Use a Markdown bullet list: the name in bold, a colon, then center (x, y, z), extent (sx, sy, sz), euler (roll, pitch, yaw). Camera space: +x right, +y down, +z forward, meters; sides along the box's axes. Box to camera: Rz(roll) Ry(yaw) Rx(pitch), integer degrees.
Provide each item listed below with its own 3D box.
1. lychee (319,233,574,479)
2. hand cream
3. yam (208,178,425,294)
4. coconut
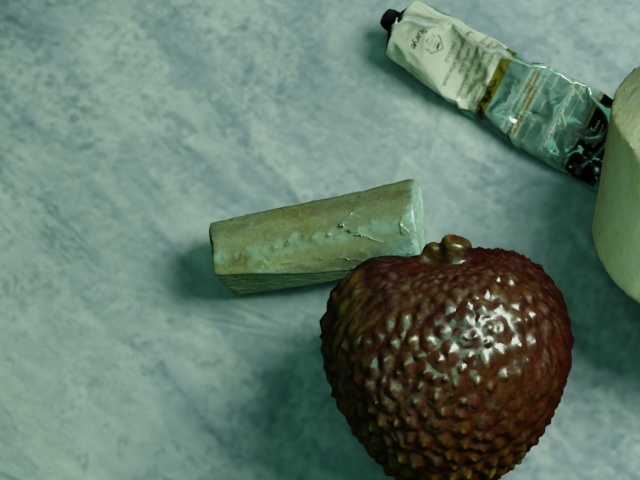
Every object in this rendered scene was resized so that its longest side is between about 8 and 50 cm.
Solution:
- **lychee**: center (0.096, 0.086, 1.323), extent (0.194, 0.194, 0.194), euler (-3, 75, 10)
- **hand cream**: center (0.155, -0.117, 1.438), extent (0.248, 0.052, 0.075), euler (30, 109, 10)
- **yam**: center (0.000, 0.000, 1.420), extent (0.169, 0.068, 0.068), euler (-13, 74, 8)
- **coconut**: center (0.299, -0.030, 1.309), extent (0.202, 0.222, 0.202), euler (0, 35, 0)
